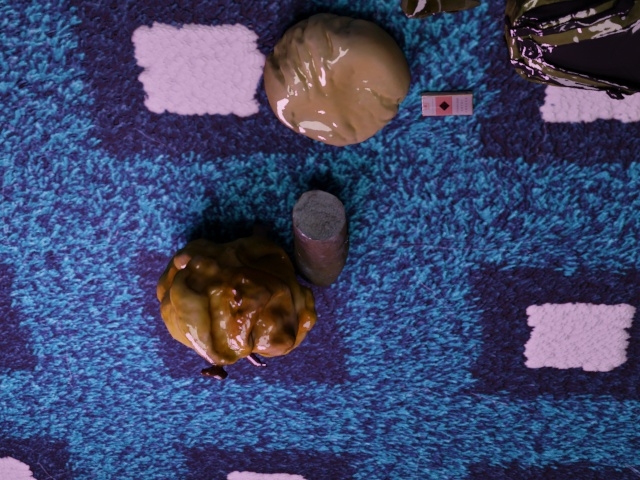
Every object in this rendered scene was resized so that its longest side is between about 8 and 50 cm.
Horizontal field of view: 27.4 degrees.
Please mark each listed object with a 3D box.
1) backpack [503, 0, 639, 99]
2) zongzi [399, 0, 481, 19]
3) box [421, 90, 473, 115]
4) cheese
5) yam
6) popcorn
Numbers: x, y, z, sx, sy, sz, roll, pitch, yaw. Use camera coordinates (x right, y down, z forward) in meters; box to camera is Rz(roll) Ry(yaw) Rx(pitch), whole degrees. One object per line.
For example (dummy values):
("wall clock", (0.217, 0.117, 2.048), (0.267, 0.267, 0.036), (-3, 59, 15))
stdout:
("backpack", (0.398, -0.308, 1.944), (0.253, 0.140, 0.207), (-2, 137, 10))
("zongzi", (0.184, -0.408, 1.938), (0.130, 0.062, 0.154), (-9, 125, -14))
("box", (0.209, -0.225, 2.156), (0.083, 0.012, 0.046), (0, 139, 7))
("cheese", (0.031, -0.258, 2.072), (0.226, 0.117, 0.214), (25, 132, -28))
("yam", (0.000, 0.000, 2.374), (0.106, 0.106, 0.259), (4, 160, 2))
("popcorn", (-0.145, 0.103, 2.402), (0.297, 0.281, 0.316), (16, -179, -15))
